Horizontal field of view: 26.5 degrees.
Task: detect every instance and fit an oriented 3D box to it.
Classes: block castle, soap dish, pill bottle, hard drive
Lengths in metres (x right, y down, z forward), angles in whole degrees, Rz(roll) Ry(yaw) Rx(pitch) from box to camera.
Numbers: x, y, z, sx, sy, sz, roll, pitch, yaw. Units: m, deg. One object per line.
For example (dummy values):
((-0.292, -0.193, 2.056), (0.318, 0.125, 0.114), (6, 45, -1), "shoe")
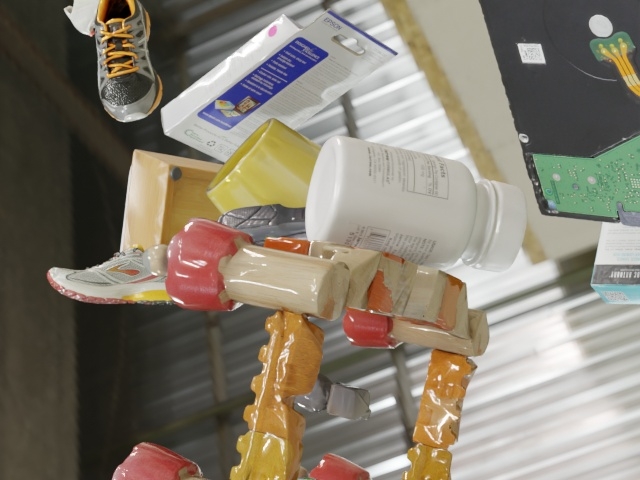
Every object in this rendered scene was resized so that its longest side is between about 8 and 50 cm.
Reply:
((-0.018, 0.154, 1.367), (0.453, 0.213, 0.303), (20, -98, -61), "block castle")
((-0.215, -0.032, 2.462), (0.291, 0.118, 0.229), (8, -93, -40), "soap dish")
((0.108, -0.034, 1.533), (0.131, 0.229, 0.131), (-169, 90, -76), "pill bottle")
((0.271, -0.160, 1.203), (0.064, 0.237, 0.339), (-48, -50, -36), "hard drive")

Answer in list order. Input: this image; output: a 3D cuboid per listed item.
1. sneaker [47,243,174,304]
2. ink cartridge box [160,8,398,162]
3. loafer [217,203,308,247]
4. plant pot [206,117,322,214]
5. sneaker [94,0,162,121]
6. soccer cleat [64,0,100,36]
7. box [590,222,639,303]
((-0.310, 0.052, 2.106), (0.088, 0.225, 0.092), (162, 108, -73), "sneaker")
((-0.070, -0.255, 2.200), (0.176, 0.371, 0.069), (24, -135, -44), "ink cartridge box")
((0.000, 0.000, 1.999), (0.109, 0.302, 0.095), (-73, -21, -60), "loafer")
((-0.043, -0.056, 2.161), (0.239, 0.254, 0.254), (41, -160, -12), "plant pot")
((-0.263, -0.250, 1.792), (0.083, 0.084, 0.215), (75, -179, -59), "sneaker")
((-0.391, -0.443, 2.398), (0.076, 0.196, 0.068), (42, -141, -3), "soccer cleat")
((0.430, -0.038, 1.777), (0.060, 0.100, 0.244), (41, -123, -48), "box")
